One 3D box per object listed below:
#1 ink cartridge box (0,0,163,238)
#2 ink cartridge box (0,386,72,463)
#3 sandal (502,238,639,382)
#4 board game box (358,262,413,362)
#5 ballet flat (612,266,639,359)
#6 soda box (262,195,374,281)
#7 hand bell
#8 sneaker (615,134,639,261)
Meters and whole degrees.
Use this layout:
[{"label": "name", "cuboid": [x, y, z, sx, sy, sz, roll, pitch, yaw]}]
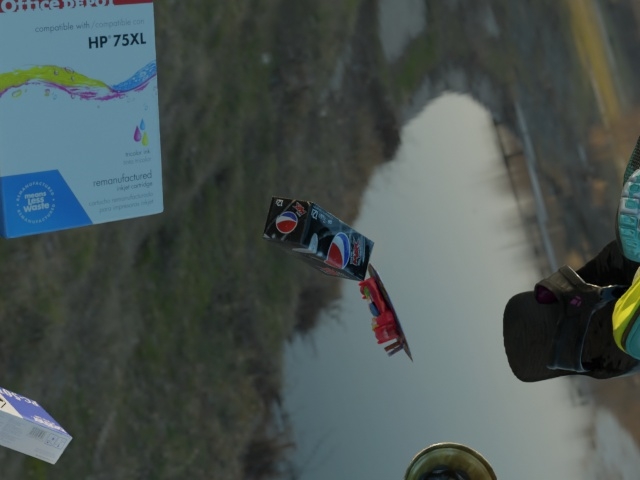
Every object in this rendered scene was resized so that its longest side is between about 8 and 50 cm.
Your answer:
[{"label": "ink cartridge box", "cuboid": [-0.195, -0.128, 1.032, 0.134, 0.078, 0.231, -12, 107, -35]}, {"label": "ink cartridge box", "cuboid": [-0.416, 0.214, 1.767, 0.097, 0.046, 0.207, 34, -1, 40]}, {"label": "sandal", "cuboid": [0.325, 0.115, 1.864, 0.446, 0.107, 0.167, 136, -53, -67]}, {"label": "board game box", "cuboid": [0.076, 0.096, 1.888, 0.168, 0.033, 0.133, -127, -166, -75]}, {"label": "ballet flat", "cuboid": [0.346, 0.012, 1.315, 0.077, 0.231, 0.077, 24, 30, -16]}, {"label": "soda box", "cuboid": [0.000, 0.000, 1.677, 0.169, 0.060, 0.053, 31, 72, -57]}, {"label": "hand bell", "cuboid": [0.147, 0.361, 1.865, 0.242, 0.126, 0.126, 110, -28, -65]}, {"label": "sneaker", "cuboid": [0.276, -0.039, 1.158, 0.076, 0.065, 0.166, 105, 10, -54]}]
